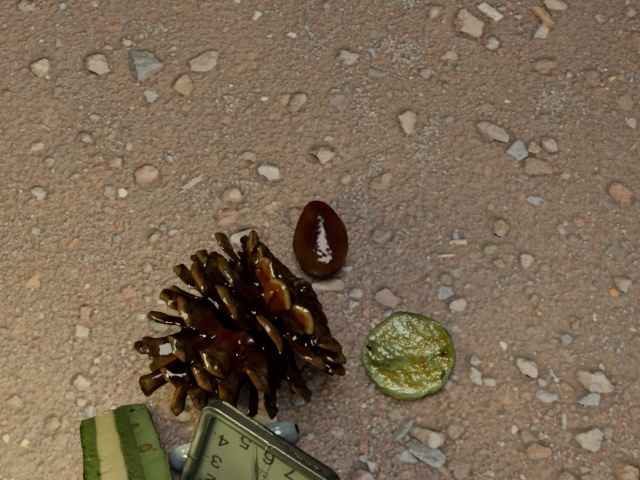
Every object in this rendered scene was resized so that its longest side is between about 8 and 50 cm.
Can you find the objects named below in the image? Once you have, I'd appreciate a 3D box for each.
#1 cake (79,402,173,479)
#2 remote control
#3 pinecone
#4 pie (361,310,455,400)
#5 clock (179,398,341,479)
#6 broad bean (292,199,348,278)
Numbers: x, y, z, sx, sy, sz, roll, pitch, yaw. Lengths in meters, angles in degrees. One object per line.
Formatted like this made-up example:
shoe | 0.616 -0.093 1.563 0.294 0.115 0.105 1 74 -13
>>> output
cake | -0.355 0.447 1.831 0.158 0.172 0.283 -11 29 -13
remote control | -0.157 0.382 1.843 0.244 0.087 0.047 -13 61 -6
pinecone | -0.160 0.187 1.823 0.384 0.384 0.384 0 61 0
pie | 0.174 0.225 1.955 0.187 0.041 0.187 0 61 0
clock | -0.110 0.429 1.727 0.273 0.279 0.049 31 36 15
broad bean | 0.000 0.000 2.060 0.114 0.084 0.165 -2 66 18
